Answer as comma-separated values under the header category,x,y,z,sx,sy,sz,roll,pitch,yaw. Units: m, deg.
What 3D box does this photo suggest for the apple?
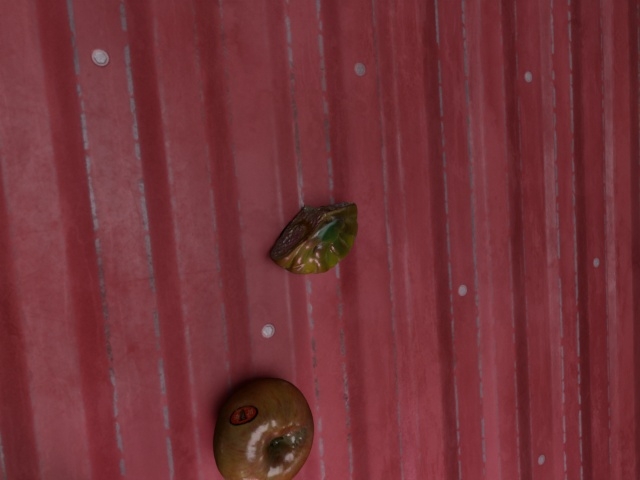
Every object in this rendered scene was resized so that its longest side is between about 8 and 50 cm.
category,x,y,z,sx,sy,sz,roll,pitch,yaw
apple,-0.135,0.461,1.281,0.260,0.194,0.261,-2,94,-31

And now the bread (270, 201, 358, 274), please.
category,x,y,z,sx,sy,sz,roll,pitch,yaw
bread,0.012,-0.004,1.357,0.156,0.158,0.261,45,75,-27
